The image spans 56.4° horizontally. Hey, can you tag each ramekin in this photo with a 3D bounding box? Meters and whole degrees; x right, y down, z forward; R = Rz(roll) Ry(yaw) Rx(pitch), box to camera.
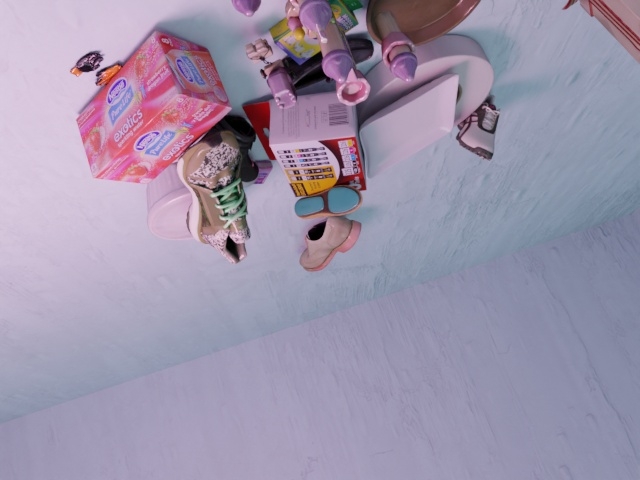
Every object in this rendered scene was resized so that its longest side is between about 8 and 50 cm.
[{"bbox_3d":[-0.341,-0.117,1.602,0.272,0.127,0.273,-18,159,-7],"label":"ramekin"}]

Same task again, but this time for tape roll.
[{"bbox_3d":[0.263,-0.378,1.578,0.391,0.072,0.392,-17,159,-7],"label":"tape roll"}]

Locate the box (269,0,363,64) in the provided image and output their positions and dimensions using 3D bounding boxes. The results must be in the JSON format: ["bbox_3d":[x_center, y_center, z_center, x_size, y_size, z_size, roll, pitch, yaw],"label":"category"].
[{"bbox_3d":[-0.002,-0.444,1.223,0.179,0.043,0.105,-31,155,21],"label":"box"}]

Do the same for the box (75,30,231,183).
[{"bbox_3d":[-0.345,-0.258,1.212,0.299,0.154,0.142,-32,161,31],"label":"box"}]

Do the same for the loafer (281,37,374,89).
[{"bbox_3d":[0.018,-0.387,1.328,0.223,0.078,0.076,-18,159,-4],"label":"loafer"}]

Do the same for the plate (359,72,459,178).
[{"bbox_3d":[0.221,-0.295,1.534,0.277,0.045,0.278,-31,159,-2],"label":"plate"}]

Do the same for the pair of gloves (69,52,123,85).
[{"bbox_3d":[-0.433,-0.332,1.159,0.074,0.010,0.083,-28,155,23],"label":"pair of gloves"}]

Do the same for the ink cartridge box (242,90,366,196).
[{"bbox_3d":[-0.031,-0.230,1.511,0.271,0.130,0.309,-5,160,8],"label":"ink cartridge box"}]

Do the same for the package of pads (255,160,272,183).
[{"bbox_3d":[-0.173,-0.193,1.695,0.050,0.032,0.083,-4,154,-30],"label":"package of pads"}]

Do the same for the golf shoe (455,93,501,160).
[{"bbox_3d":[0.450,-0.324,1.679,0.105,0.273,0.120,23,125,-9],"label":"golf shoe"}]

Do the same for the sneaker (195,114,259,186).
[{"bbox_3d":[-0.199,-0.225,1.501,0.147,0.105,0.295,-44,164,15],"label":"sneaker"}]

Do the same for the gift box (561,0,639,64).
[{"bbox_3d":[0.666,-0.554,1.241,0.276,0.258,0.255,-34,156,14],"label":"gift box"}]

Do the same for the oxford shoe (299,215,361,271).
[{"bbox_3d":[0.000,0.000,2.241,0.146,0.141,0.397,25,146,-18],"label":"oxford shoe"}]

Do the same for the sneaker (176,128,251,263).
[{"bbox_3d":[-0.210,-0.086,1.371,0.158,0.182,0.410,-35,158,-23],"label":"sneaker"}]

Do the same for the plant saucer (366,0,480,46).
[{"bbox_3d":[0.220,-0.515,1.251,0.277,0.041,0.278,-17,158,-7],"label":"plant saucer"}]

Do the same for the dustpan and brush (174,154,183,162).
[{"bbox_3d":[-0.349,-0.233,1.403,0.211,0.060,0.147,-32,156,28],"label":"dustpan and brush"}]

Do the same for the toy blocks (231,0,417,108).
[{"bbox_3d":[0.006,-0.349,1.076,0.308,0.260,0.289,-22,145,12],"label":"toy blocks"}]

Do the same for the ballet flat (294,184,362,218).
[{"bbox_3d":[0.032,-0.101,1.593,0.232,0.080,0.073,-4,174,40],"label":"ballet flat"}]
